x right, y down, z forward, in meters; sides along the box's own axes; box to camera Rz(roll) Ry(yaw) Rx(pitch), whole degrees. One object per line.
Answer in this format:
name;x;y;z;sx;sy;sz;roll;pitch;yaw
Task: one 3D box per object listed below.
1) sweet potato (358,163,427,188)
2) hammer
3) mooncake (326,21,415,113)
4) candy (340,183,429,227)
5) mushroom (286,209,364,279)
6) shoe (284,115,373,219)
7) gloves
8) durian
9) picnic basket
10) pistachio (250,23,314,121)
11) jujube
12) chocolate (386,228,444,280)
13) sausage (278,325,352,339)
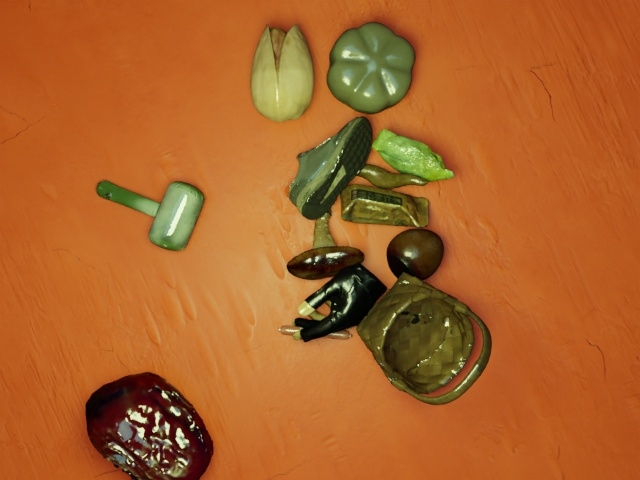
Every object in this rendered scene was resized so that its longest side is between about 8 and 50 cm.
sweet potato;0.203;-0.183;1.681;0.249;0.069;0.059;16;65;28
hammer;-0.522;-0.109;1.692;0.335;0.119;0.206;21;86;8
mooncake;0.150;-0.509;1.682;0.275;0.135;0.275;0;89;-3
candy;0.189;-0.095;1.670;0.271;0.101;0.143;7;45;-1
mushroom;0.000;0.000;1.678;0.227;0.148;0.217;-9;69;-9
shoe;0.011;-0.230;1.672;0.171;0.132;0.336;34;88;38
gloves;0.040;0.186;1.616;0.301;0.197;0.152;-32;51;16
durian;0.269;-0.237;1.663;0.250;0.139;0.101;33;95;3
picnic basket;0.303;0.290;1.510;0.337;0.337;0.293;39;89;2
pistachio;-0.114;-0.486;1.657;0.187;0.187;0.299;-1;83;1
jujube;-0.478;0.534;1.600;0.376;0.258;0.258;44;89;-4
chocolate;0.276;0.034;1.643;0.176;0.177;0.177;0;87;1
sausage;-0.016;0.274;1.697;0.223;0.029;0.029;5;87;1
